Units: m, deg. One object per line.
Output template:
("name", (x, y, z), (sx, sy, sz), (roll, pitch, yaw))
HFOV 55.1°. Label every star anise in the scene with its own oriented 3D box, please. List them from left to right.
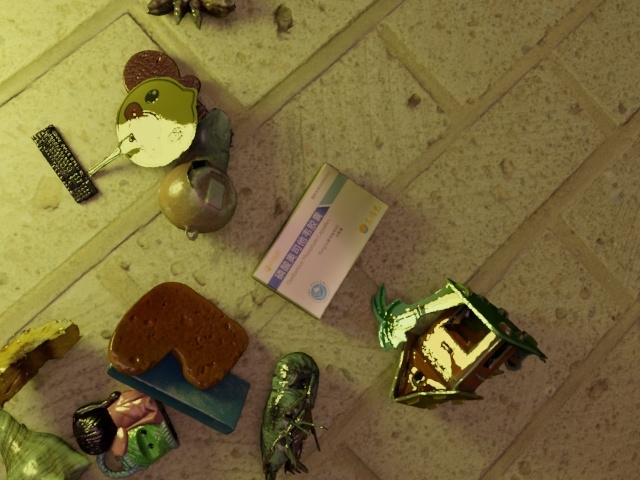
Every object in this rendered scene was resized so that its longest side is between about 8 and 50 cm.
("star anise", (-0.320, -0.617, 1.512), (0.236, 0.093, 0.229), (31, 80, -6))

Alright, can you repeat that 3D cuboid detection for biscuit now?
("biscuit", (-0.382, -0.358, 1.502), (0.180, 0.039, 0.236), (-37, 93, -8))
("biscuit", (-0.323, 0.238, 1.400), (0.277, 0.052, 0.262), (37, 48, -9))

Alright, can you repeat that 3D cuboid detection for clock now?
("clock", (-0.442, 0.433, 1.386), (0.196, 0.100, 0.194), (-24, 91, -12))

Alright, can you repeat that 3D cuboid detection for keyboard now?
("keyboard", (-0.605, -0.181, 1.451), (0.060, 0.018, 0.195), (-35, 92, -10))

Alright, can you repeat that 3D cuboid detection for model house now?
("model house", (0.306, 0.262, 1.550), (0.323, 0.340, 0.300), (-50, 138, 11))

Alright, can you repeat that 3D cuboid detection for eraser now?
("eraser", (-0.319, 0.317, 1.404), (0.312, 0.144, 0.042), (30, 124, -9))

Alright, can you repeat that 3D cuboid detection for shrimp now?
("shrimp", (-0.066, 0.446, 1.426), (0.137, 0.172, 0.372), (6, 77, -17))

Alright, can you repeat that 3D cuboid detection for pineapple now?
("pineapple", (-0.644, 0.255, 1.348), (0.233, 0.135, 0.079), (-41, 123, -32))

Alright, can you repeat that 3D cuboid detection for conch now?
("conch", (-0.597, 0.523, 1.313), (0.203, 0.170, 0.386), (-26, 92, -32))

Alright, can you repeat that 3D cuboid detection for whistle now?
("whistle", (-0.284, -0.154, 1.459), (0.189, 0.189, 0.347), (13, 65, -10))

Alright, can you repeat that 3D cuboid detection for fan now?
("fan", (-0.419, -0.254, 1.437), (0.335, 0.011, 0.229), (-34, 71, 9))

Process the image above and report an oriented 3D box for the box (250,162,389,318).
("box", (0.000, 0.000, 1.534), (0.200, 0.065, 0.343), (34, 79, -6))
